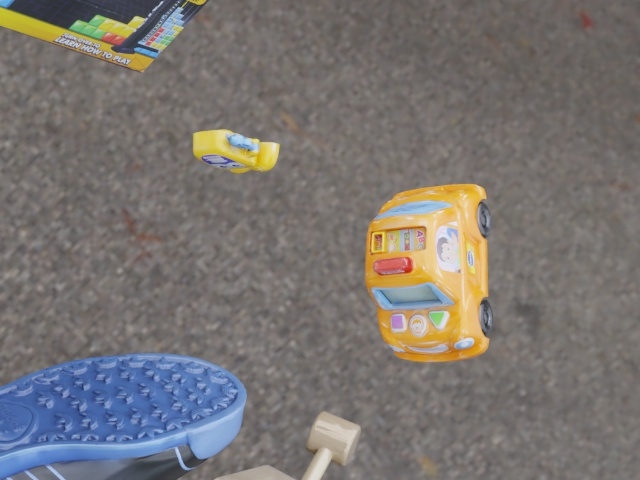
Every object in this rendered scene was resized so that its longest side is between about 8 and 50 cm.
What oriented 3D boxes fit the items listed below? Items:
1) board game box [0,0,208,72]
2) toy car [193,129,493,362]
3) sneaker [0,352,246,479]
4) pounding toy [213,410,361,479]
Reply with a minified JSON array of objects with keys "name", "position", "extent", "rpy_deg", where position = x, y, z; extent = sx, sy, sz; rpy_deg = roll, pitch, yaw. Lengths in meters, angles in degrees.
[{"name":"board game box","position":[-0.117,-0.166,0.756],"extent":[0.170,0.141,0.048],"rpy_deg":[13,44,-49]},{"name":"toy car","position":[0.000,0.000,0.476],"extent":[0.122,0.060,0.040],"rpy_deg":[15,-1,32]},{"name":"sneaker","position":[-0.147,0.127,0.743],"extent":[0.232,0.090,0.081],"rpy_deg":[-13,36,-23]},{"name":"pounding toy","position":[-0.049,0.216,1.124],"extent":[0.094,0.206,0.181],"rpy_deg":[26,4,17]}]
